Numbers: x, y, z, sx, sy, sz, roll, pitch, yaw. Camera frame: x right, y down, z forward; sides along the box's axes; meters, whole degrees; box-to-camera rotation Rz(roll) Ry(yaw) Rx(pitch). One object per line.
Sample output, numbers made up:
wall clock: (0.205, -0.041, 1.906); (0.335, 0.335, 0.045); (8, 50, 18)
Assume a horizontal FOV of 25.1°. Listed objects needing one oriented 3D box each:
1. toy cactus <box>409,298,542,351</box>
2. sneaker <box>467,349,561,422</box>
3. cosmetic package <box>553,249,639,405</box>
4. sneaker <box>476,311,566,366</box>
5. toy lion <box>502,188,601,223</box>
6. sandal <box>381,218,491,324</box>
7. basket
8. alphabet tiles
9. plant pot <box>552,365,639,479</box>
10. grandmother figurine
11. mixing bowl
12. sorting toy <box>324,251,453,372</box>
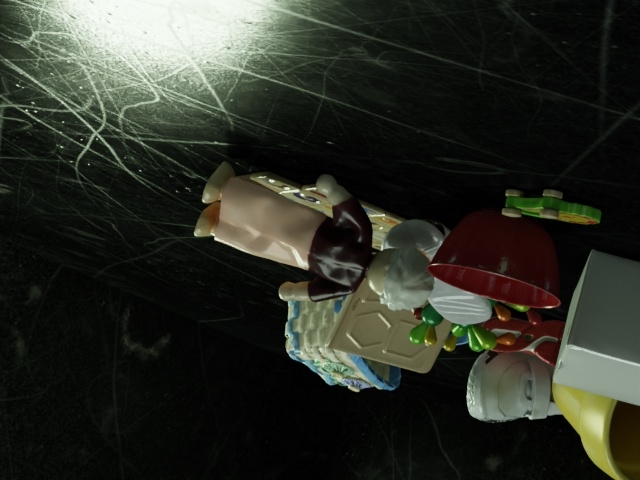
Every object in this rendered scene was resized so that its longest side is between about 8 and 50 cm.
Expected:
toy cactus: (0.230, 0.098, 2.310); (0.219, 0.112, 0.180); (-13, 120, 35)
sneaker: (0.436, 0.260, 2.620); (0.210, 0.137, 0.366); (1, -177, 42)
cosmetic package: (0.520, 0.154, 1.982); (0.366, 0.155, 0.197); (16, 162, 7)
sneaker: (0.380, 0.164, 2.577); (0.221, 0.087, 0.128); (16, -172, -10)
toy lion: (0.287, -0.037, 1.751); (0.096, 0.034, 0.100); (15, 173, -38)
sandal: (0.171, 0.033, 2.101); (0.102, 0.076, 0.265); (-13, 141, 25)
basket: (0.104, 0.156, 2.563); (0.289, 0.201, 0.255); (-18, 148, 22)
alphabet tiles: (0.023, -0.036, 2.194); (0.343, 0.011, 0.285); (22, 168, -28)
plant pot: (0.521, 0.268, 2.438); (0.254, 0.254, 0.239); (22, -176, -27)
grandmother figurine: (0.000, 0.000, 2.006); (0.342, 0.104, 0.207); (24, 132, 11)
mixing bowl: (0.239, 0.017, 1.898); (0.181, 0.098, 0.181); (16, 169, 3)
sorting toy: (0.130, 0.119, 2.399); (0.208, 0.193, 0.038); (14, -154, -21)
